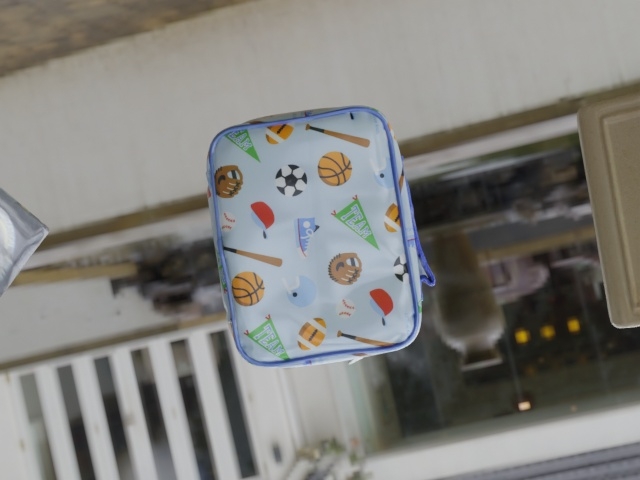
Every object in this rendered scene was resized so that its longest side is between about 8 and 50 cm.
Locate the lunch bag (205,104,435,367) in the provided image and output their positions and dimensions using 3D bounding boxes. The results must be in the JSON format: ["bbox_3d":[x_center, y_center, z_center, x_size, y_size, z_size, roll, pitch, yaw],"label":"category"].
[{"bbox_3d":[0.000,0.000,1.510,0.243,0.303,0.115,-9,-177,-2],"label":"lunch bag"}]

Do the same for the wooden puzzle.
[{"bbox_3d":[0.361,-0.040,1.223,0.238,0.221,0.044,-12,174,40],"label":"wooden puzzle"}]

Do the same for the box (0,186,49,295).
[{"bbox_3d":[-0.400,-0.109,0.850,0.395,0.097,0.318,22,161,43],"label":"box"}]
